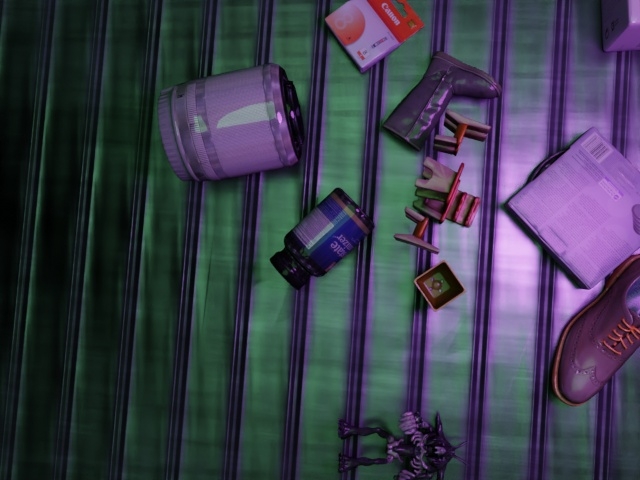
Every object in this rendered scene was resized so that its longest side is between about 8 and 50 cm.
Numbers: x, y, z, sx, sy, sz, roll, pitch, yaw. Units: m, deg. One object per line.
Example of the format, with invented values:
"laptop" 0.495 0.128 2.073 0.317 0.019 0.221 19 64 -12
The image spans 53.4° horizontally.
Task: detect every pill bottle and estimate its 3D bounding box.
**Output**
"pill bottle" 0.000 0.000 1.375 0.219 0.123 0.123 -43 84 3

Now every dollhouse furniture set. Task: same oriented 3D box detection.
"dollhouse furniture set" 0.263 -0.096 1.285 0.135 0.259 0.262 22 90 9

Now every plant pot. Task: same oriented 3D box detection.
"plant pot" 0.253 0.097 1.364 0.081 0.083 0.081 -34 84 3

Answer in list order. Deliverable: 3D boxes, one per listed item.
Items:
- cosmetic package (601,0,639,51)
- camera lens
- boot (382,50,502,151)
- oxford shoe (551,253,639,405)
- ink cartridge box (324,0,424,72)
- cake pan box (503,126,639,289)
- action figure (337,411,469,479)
"cosmetic package" 0.718 -0.642 1.317 0.230 0.161 0.453 -2 86 6
"camera lens" -0.181 -0.247 1.357 0.274 0.219 0.219 -11 86 5
"boot" 0.264 -0.288 1.388 0.189 0.076 0.208 31 84 21
"oxford shoe" 0.597 0.181 1.299 0.130 0.133 0.364 30 91 6
"ink cartridge box" 0.122 -0.488 1.428 0.179 0.045 0.145 -37 85 5
"cake pan box" 0.564 -0.070 1.350 0.246 0.070 0.267 -43 84 0
"action figure" 0.173 0.441 1.328 0.275 0.141 0.164 -1 75 7
